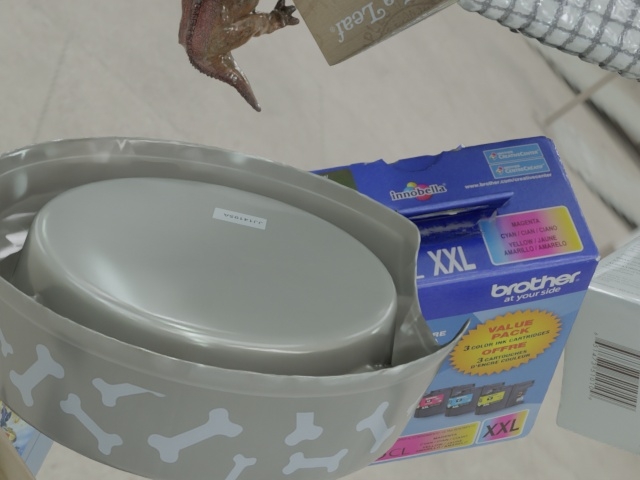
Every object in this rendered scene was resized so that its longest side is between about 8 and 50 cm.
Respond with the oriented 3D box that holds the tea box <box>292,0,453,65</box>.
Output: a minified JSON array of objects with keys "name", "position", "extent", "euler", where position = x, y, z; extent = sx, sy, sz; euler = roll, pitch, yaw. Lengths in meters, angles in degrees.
[{"name":"tea box","position":[0.146,-0.355,1.124],"extent":[0.220,0.329,0.323],"euler":[60,35,-7]}]

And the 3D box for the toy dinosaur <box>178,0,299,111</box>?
[{"name":"toy dinosaur","position":[-0.115,-0.277,1.401],"extent":[0.127,0.296,0.200],"euler":[17,30,16]}]

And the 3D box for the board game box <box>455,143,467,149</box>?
[{"name":"board game box","position":[0.199,0.047,1.875],"extent":[0.141,0.291,0.232],"euler":[22,27,-56]}]

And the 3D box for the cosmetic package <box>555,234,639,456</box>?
[{"name":"cosmetic package","position":[0.479,0.103,1.635],"extent":[0.385,0.156,0.217],"euler":[-24,123,-46]}]

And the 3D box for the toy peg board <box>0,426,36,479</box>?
[{"name":"toy peg board","position":[-0.228,0.227,0.844],"extent":[0.161,0.079,0.161],"euler":[-113,-178,-51]}]

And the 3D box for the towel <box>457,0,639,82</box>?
[{"name":"towel","position":[0.234,-0.258,0.860],"extent":[0.235,0.284,0.121],"euler":[16,16,-15]}]

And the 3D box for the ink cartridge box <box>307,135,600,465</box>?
[{"name":"ink cartridge box","position":[0.090,0.055,1.164],"extent":[0.395,0.270,0.151],"euler":[93,-15,-53]}]

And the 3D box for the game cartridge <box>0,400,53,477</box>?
[{"name":"game cartridge","position":[-0.431,0.237,1.624],"extent":[0.062,0.198,0.297],"euler":[22,-2,22]}]

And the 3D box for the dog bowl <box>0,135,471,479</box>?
[{"name":"dog bowl","position":[-0.076,0.041,0.846],"extent":[0.348,0.102,0.349],"euler":[13,23,-6]}]
